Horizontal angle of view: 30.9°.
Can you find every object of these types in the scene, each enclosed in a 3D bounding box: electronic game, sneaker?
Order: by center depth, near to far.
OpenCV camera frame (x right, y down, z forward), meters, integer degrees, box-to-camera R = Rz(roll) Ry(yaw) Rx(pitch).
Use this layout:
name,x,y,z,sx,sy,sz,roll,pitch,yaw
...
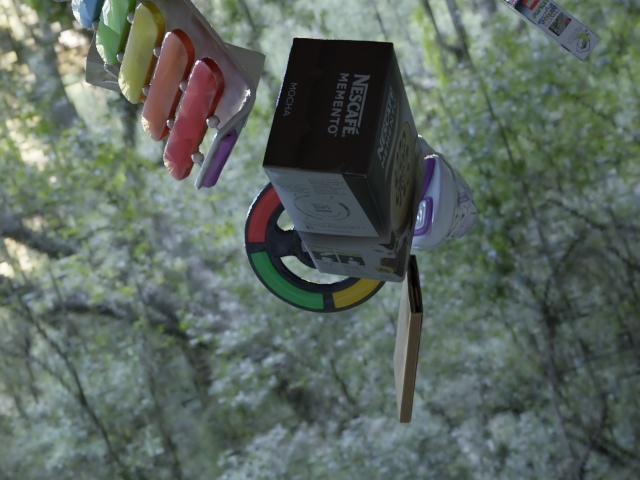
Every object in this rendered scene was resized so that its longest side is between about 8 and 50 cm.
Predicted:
name,x,y,z,sx,sy,sz,roll,pitch,yaw
sneaker,0.173,-0.055,1.641,0.114,0.152,0.305,-49,13,19
electronic game,0.000,0.000,1.704,0.229,0.229,0.048,-18,17,16

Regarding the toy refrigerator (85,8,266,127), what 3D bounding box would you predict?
name,x,y,z,sx,sy,sz,roll,pitch,yaw
toy refrigerator,-0.234,-0.275,1.870,0.269,0.102,0.094,15,-22,-7

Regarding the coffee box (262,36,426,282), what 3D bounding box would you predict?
name,x,y,z,sx,sy,sz,roll,pitch,yaw
coffee box,0.038,-0.086,1.352,0.119,0.168,0.297,7,-21,16

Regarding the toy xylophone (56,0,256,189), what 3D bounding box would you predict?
name,x,y,z,sx,sy,sz,roll,pitch,yaw
toy xylophone,-0.189,-0.195,1.324,0.081,0.323,0.236,-30,-23,-31

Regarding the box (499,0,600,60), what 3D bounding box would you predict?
name,x,y,z,sx,sy,sz,roll,pitch,yaw
box,0.281,-0.293,1.491,0.036,0.114,0.207,-52,14,13

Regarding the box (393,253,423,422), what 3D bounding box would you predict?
name,x,y,z,sx,sy,sz,roll,pitch,yaw
box,0.132,0.147,1.756,0.021,0.201,0.164,2,30,-1
